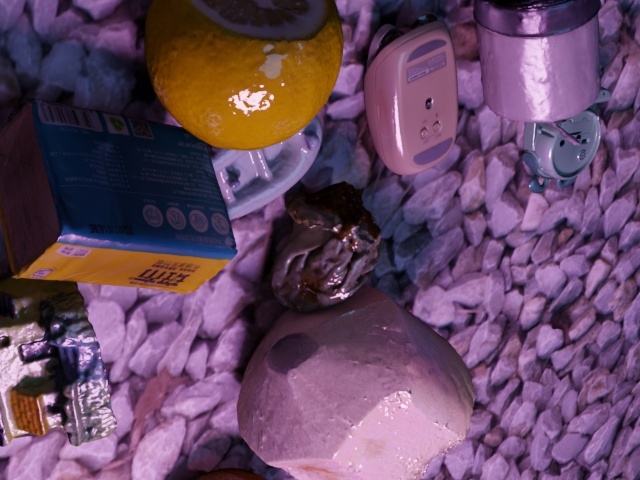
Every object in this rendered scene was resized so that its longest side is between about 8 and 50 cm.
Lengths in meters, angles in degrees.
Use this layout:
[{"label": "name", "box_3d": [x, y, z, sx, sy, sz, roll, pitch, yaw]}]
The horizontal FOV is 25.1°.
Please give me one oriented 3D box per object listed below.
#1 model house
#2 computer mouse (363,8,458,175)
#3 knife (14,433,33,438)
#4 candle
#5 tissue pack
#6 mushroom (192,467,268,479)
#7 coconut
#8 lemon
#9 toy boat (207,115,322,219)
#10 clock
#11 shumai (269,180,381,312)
[{"label": "model house", "box_3d": [-0.371, 0.149, 1.708, 0.211, 0.170, 0.194, -14, 124, -14]}, {"label": "computer mouse", "box_3d": [0.130, -0.208, 2.048, 0.145, 0.082, 0.236, -29, 127, -28]}, {"label": "knife", "box_3d": [-0.443, 0.240, 1.799, 0.222, 0.021, 0.045, -6, 114, -37]}, {"label": "candle", "box_3d": [0.329, -0.263, 2.132, 0.187, 0.187, 0.330, -33, 132, -26]}, {"label": "tissue pack", "box_3d": [-0.248, -0.045, 1.699, 0.271, 0.192, 0.134, 8, 147, -44]}, {"label": "mushroom", "box_3d": [-0.136, 0.447, 2.111, 0.253, 0.153, 0.253, -19, 130, -25]}, {"label": "coconut", "box_3d": [0.040, 0.217, 2.045, 0.309, 0.297, 0.297, 29, 90, -45]}, {"label": "lemon", "box_3d": [-0.096, -0.218, 1.729, 0.240, 0.240, 0.219, -23, 147, -33]}, {"label": "toy boat", "box_3d": [-0.080, -0.106, 1.914, 0.207, 0.079, 0.134, -34, 129, -23]}, {"label": "clock", "box_3d": [0.398, -0.165, 2.338, 0.148, 0.060, 0.188, -15, 122, -37]}, {"label": "shumai", "box_3d": [-0.005, 0.004, 2.007, 0.184, 0.184, 0.142, -38, 109, -22]}]
